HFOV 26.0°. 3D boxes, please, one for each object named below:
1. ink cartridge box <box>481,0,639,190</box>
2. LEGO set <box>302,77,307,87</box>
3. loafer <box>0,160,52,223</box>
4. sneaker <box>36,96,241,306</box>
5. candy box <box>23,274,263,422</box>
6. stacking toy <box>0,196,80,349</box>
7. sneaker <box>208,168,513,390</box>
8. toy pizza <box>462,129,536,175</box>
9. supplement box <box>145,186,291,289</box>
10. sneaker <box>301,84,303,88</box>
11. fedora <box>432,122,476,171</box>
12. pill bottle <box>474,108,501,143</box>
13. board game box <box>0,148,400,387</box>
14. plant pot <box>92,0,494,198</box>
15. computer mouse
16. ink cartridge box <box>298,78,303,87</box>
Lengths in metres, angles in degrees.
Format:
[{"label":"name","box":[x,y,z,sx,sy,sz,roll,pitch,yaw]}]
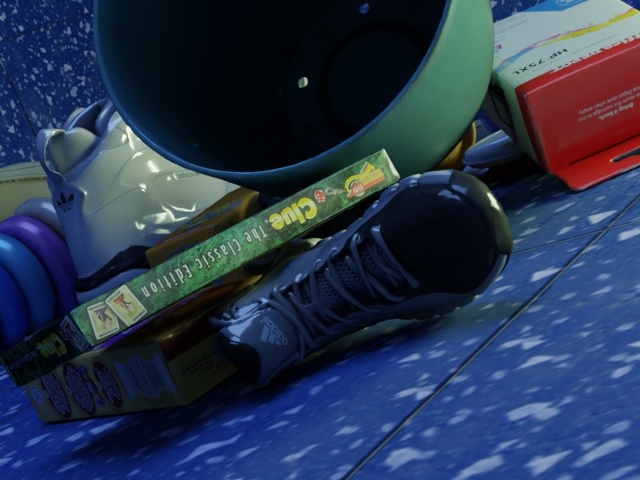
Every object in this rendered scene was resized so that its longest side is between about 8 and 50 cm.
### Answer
[{"label":"ink cartridge box","box":[0.216,-0.131,1.145,0.134,0.078,0.231,-24,25,-3]},{"label":"LEGO set","box":[0.022,-0.140,1.501,0.132,0.107,0.287,3,31,14]},{"label":"loafer","box":[-0.267,-0.035,1.638,0.319,0.112,0.111,-1,9,-26]},{"label":"sneaker","box":[-0.145,-0.074,1.483,0.137,0.210,0.366,-15,11,43]},{"label":"candy box","box":[-0.124,0.080,0.995,0.186,0.053,0.109,-16,11,47]},{"label":"stacking toy","box":[-0.381,0.084,1.443,0.141,0.141,0.330,-14,18,48]},{"label":"sneaker","box":[0.009,0.040,0.838,0.132,0.086,0.228,-36,4,-38]},{"label":"toy pizza","box":[0.227,-0.101,1.273,0.201,0.032,0.201,-22,7,3]},{"label":"supplement box","box":[-0.077,0.001,1.288,0.078,0.080,0.233,-22,10,19]},{"label":"sneaker","box":[0.071,-0.164,1.684,0.094,0.151,0.256,-26,10,-34]},{"label":"fedora","box":[0.086,-0.095,1.324,0.194,0.194,0.079,-27,43,-26]},{"label":"pill bottle","box":[0.222,-0.175,1.485,0.186,0.112,0.112,-19,9,26]},{"label":"board game box","box":[-0.077,0.017,0.916,0.259,0.030,0.136,-29,-2,-34]},{"label":"plant pot","box":[0.005,-0.160,1.100,0.293,0.293,0.235,-20,-20,18]},{"label":"computer mouse","box":[0.000,0.000,1.168,0.184,0.060,0.262,-22,19,-28]},{"label":"ink cartridge box","box":[-0.034,-0.127,1.960,0.188,0.097,0.255,-16,-24,25]}]
